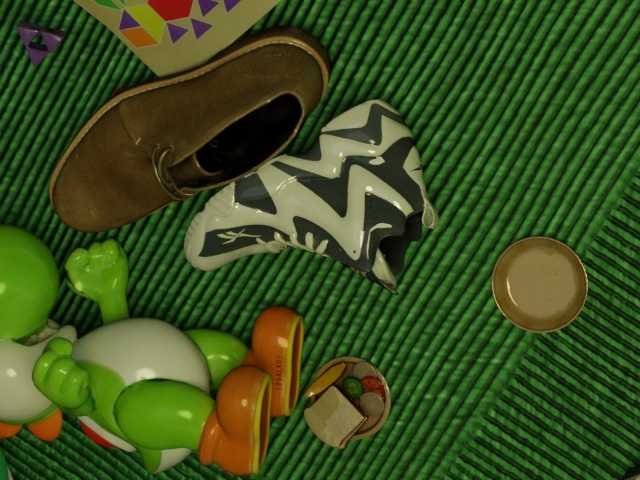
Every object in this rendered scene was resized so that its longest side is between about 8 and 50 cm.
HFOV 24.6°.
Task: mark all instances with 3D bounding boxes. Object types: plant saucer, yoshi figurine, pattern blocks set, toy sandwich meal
[{"bbox_3d":[0.190,0.037,1.264,0.083,0.015,0.083,3,97,20],"label":"plant saucer"},{"bbox_3d":[-0.205,0.082,1.314,0.362,0.203,0.203,8,71,13],"label":"yoshi figurine"},{"bbox_3d":[-0.122,-0.227,1.283,0.325,0.026,0.285,-29,113,23],"label":"pattern blocks set"},{"bbox_3d":[0.022,0.146,1.328,0.085,0.029,0.086,2,97,20],"label":"toy sandwich meal"}]

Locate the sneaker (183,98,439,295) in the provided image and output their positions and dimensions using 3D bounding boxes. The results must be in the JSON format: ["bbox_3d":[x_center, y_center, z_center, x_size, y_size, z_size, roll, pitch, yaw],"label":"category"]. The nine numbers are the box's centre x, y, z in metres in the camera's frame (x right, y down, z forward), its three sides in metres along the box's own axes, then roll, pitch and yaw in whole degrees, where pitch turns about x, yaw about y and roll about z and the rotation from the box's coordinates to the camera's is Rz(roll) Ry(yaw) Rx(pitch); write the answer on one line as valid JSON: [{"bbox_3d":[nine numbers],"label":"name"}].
[{"bbox_3d":[0.000,0.000,1.286,0.235,0.094,0.153,-32,76,10],"label":"sneaker"}]

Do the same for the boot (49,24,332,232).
[{"bbox_3d":[-0.131,-0.079,1.293,0.305,0.115,0.112,-29,117,25],"label":"boot"}]

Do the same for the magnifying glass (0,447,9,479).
[{"bbox_3d":[-0.335,0.286,1.366,0.092,0.026,0.231,1,88,20],"label":"magnifying glass"}]

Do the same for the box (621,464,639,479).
[{"bbox_3d":[0.375,0.269,1.200,0.183,0.056,0.231,-23,88,20],"label":"box"}]

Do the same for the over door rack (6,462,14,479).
[{"bbox_3d":[-0.410,0.263,1.458,0.239,0.108,0.324,-16,90,20],"label":"over door rack"}]
